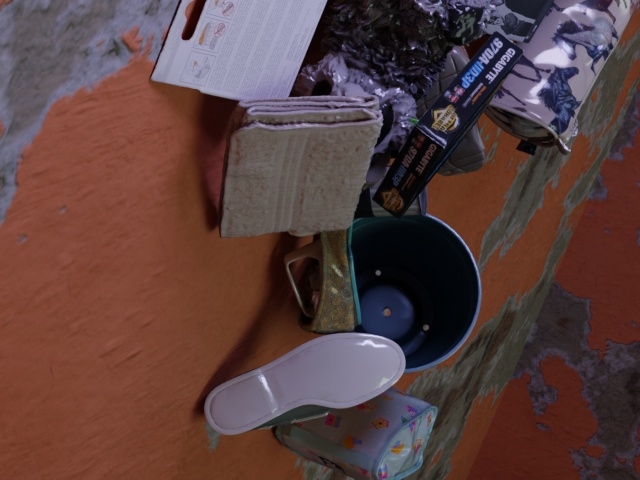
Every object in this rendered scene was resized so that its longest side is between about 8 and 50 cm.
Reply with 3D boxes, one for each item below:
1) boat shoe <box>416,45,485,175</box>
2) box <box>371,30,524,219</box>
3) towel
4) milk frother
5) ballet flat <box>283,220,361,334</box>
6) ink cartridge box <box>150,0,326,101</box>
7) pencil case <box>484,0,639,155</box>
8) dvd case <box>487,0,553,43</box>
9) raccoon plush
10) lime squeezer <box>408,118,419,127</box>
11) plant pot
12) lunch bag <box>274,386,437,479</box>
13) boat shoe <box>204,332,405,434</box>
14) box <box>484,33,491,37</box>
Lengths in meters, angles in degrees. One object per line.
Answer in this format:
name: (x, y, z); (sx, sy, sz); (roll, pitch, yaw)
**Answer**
boat shoe: (0.213, -0.238, 2.199); (0.324, 0.123, 0.116); (77, 11, -57)
box: (0.166, -0.151, 1.710); (0.220, 0.051, 0.175); (-50, 174, -35)
towel: (-0.031, -0.086, 1.652); (0.282, 0.187, 0.049); (103, -18, -58)
milk frother: (0.087, -0.102, 2.005); (0.143, 0.135, 0.129); (37, 50, -73)
ballet flat: (0.000, 0.000, 1.959); (0.123, 0.123, 0.348); (-42, 140, -43)
ink cartridge box: (-0.097, -0.256, 1.510); (0.225, 0.056, 0.181); (6, 112, -49)
pencil case: (0.450, -0.352, 2.318); (0.410, 0.183, 0.160); (-57, -176, -11)
dvd case: (0.286, -0.408, 2.054); (0.239, 0.029, 0.179); (6, 125, -39)
raccoon plush: (0.119, -0.257, 1.809); (0.446, 0.216, 0.299); (-32, 153, -54)
lime squeezer: (0.142, -0.216, 2.048); (0.310, 0.110, 0.058); (61, 25, -59)
plant pot: (0.118, 0.105, 2.214); (0.271, 0.272, 0.255); (-57, 175, -12)
lunch bag: (0.064, 0.359, 2.433); (0.262, 0.223, 0.160); (-19, 126, -62)
boat shoe: (-0.025, 0.224, 2.038); (0.319, 0.116, 0.099); (-18, 171, -4)
box: (0.371, -0.470, 2.326); (0.270, 0.060, 0.216); (-23, 137, -61)
